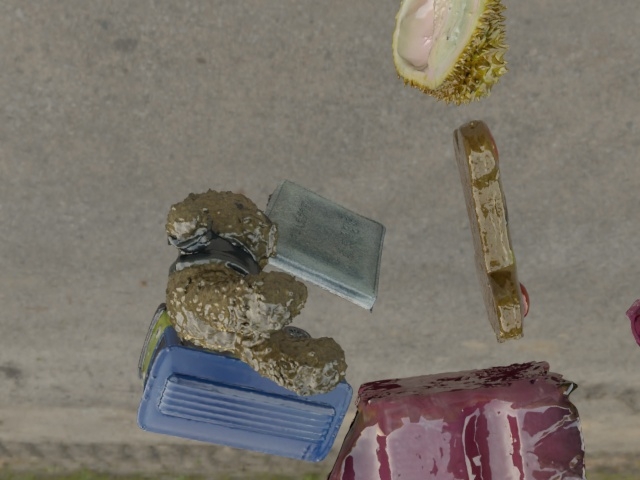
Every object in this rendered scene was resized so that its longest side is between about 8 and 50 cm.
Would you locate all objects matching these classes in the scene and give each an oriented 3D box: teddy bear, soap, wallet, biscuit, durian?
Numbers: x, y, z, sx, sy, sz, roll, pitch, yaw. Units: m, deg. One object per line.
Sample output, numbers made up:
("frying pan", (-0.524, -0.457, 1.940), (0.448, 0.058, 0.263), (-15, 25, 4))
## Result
("teddy bear", (-0.083, 0.041, 0.725), (0.129, 0.251, 0.182), (-29, 127, 1))
("soap", (0.078, 0.228, 0.466), (0.182, 0.289, 0.112), (-9, 175, 8))
("wallet", (0.001, -0.002, 0.962), (0.167, 0.222, 0.036), (26, 112, -3))
("biscuit", (0.317, -0.021, 1.423), (0.076, 0.394, 0.368), (-11, -176, 9))
("durian", (0.205, -0.315, 1.173), (0.137, 0.250, 0.183), (7, 168, -22))

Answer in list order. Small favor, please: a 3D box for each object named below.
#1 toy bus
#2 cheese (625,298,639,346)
("toy bus", (-0.117, 0.206, 1.141), (0.287, 0.175, 0.138), (15, 107, -18))
("cheese", (0.454, 0.123, 0.970), (0.095, 0.145, 0.038), (-41, 152, -23))
